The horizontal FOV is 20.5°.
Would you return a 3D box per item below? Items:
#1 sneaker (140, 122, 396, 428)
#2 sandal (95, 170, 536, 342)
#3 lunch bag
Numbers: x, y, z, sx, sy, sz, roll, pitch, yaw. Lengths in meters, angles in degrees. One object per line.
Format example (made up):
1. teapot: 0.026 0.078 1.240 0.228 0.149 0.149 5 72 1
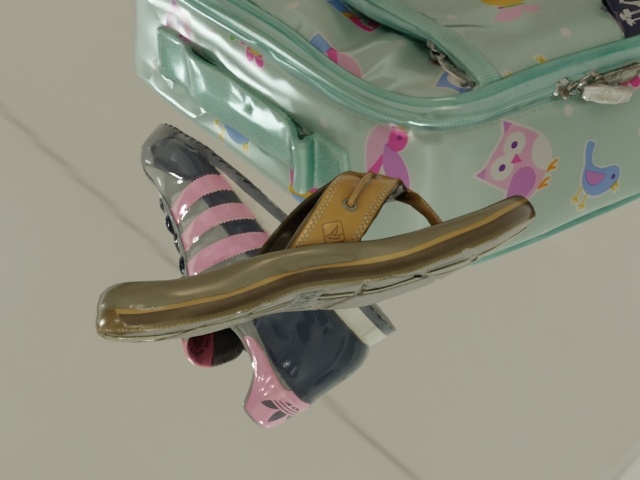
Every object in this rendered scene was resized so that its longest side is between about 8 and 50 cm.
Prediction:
1. sneaker: -0.079 0.020 1.352 0.112 0.131 0.319 44 179 -41
2. sandal: 0.000 0.000 0.665 0.072 0.180 0.049 142 115 -69
3. lunch bag: 0.043 -0.099 0.884 0.224 0.107 0.279 -18 -145 -33
